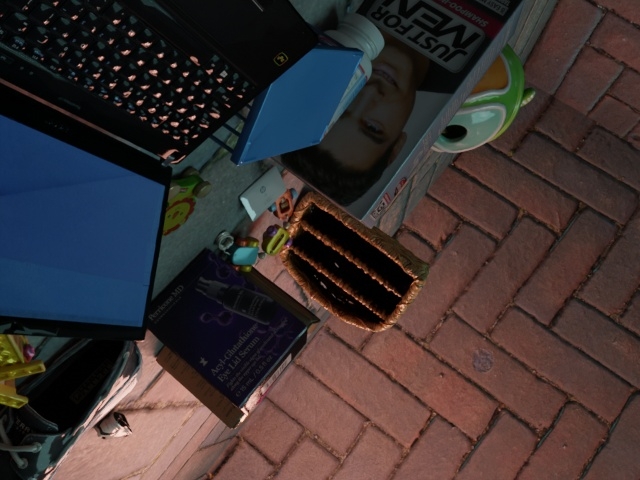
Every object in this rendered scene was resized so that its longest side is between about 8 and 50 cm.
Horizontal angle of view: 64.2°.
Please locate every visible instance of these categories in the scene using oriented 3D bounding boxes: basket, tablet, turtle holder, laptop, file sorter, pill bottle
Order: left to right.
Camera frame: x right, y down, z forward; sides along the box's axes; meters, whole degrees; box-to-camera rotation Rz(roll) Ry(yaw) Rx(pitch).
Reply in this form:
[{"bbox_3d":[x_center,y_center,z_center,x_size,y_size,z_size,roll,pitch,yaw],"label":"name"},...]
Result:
[{"bbox_3d":[-0.127,-0.066,0.323,0.264,0.136,0.234,-36,155,14],"label":"laptop"},{"bbox_3d":[-0.090,-0.075,0.811,0.083,0.006,0.054,-47,135,-25],"label":"tablet"},{"bbox_3d":[-0.054,-0.166,0.531,0.170,0.105,0.118,-33,155,-58],"label":"file sorter"},{"bbox_3d":[0.010,-0.214,0.670,0.160,0.087,0.087,-52,167,-4],"label":"pill bottle"},{"bbox_3d":[0.056,0.060,1.083,0.213,0.299,0.223,-54,170,10],"label":"basket"},{"bbox_3d":[0.269,-0.307,1.122,0.228,0.243,0.320,-26,-166,-34],"label":"turtle holder"}]

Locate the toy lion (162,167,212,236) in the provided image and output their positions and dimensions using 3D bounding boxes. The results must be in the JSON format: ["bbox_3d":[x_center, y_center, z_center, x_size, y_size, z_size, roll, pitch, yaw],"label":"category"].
[{"bbox_3d":[-0.179,-0.040,0.601,0.096,0.034,0.100,-49,169,19],"label":"toy lion"}]

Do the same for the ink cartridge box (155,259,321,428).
[{"bbox_3d":[-0.146,0.179,0.918,0.234,0.193,0.088,-53,167,1],"label":"ink cartridge box"}]

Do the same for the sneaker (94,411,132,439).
[{"bbox_3d":[-0.369,0.334,0.910,0.044,0.040,0.109,-31,157,-17],"label":"sneaker"}]

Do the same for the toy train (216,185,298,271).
[{"bbox_3d":[-0.108,-0.022,0.873,0.166,0.046,0.125,-36,135,-23],"label":"toy train"}]

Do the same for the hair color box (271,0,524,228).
[{"bbox_3d":[0.105,-0.224,0.757,0.374,0.185,0.113,-54,168,4],"label":"hair color box"}]

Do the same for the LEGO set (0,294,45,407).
[{"bbox_3d":[-0.297,0.074,0.405,0.132,0.107,0.287,7,131,-35],"label":"LEGO set"}]

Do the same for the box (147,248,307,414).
[{"bbox_3d":[-0.145,0.141,0.790,0.153,0.207,0.108,-50,166,-21],"label":"box"}]

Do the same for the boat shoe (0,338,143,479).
[{"bbox_3d":[-0.328,0.221,0.588,0.301,0.108,0.102,-48,167,-33],"label":"boat shoe"}]
